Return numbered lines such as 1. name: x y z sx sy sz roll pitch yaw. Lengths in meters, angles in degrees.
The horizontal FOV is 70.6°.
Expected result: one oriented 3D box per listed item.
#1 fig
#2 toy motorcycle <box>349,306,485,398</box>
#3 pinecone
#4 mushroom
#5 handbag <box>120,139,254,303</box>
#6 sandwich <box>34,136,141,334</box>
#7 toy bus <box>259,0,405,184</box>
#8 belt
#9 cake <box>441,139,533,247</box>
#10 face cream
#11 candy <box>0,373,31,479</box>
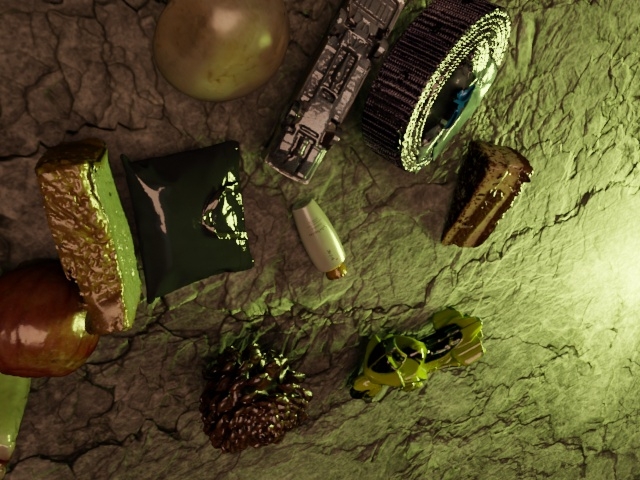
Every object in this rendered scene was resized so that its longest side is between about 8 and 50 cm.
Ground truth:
1. fig: -0.456 0.121 0.723 0.205 0.205 0.205 -7 112 -18
2. toy motorcycle: 0.223 0.267 1.058 0.343 0.142 0.206 -20 154 -13
3. pinecone: -0.138 0.303 0.899 0.222 0.221 0.221 -7 112 -18
4. mushroom: -0.157 -0.308 0.682 0.206 0.209 0.206 -32 145 -26
5. handbag: -0.216 -0.036 0.783 0.211 0.089 0.254 -17 114 -36
6. sandwich: -0.335 -0.018 0.681 0.087 0.226 0.251 -12 115 -20
7. toy bus: 0.011 -0.268 0.766 0.097 0.138 0.342 26 98 -22
8. belt: 0.204 -0.276 0.800 0.324 0.122 0.260 -51 154 -7
9. cake: 0.353 -0.107 1.017 0.112 0.135 0.246 7 137 -11
10. face cream: 0.000 0.000 0.915 0.072 0.051 0.182 -32 119 -11
11. candy: -0.644 0.273 0.704 0.321 0.179 0.135 24 102 -26
